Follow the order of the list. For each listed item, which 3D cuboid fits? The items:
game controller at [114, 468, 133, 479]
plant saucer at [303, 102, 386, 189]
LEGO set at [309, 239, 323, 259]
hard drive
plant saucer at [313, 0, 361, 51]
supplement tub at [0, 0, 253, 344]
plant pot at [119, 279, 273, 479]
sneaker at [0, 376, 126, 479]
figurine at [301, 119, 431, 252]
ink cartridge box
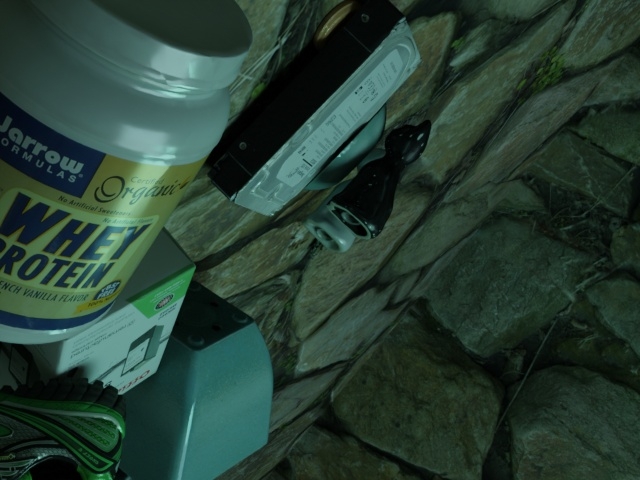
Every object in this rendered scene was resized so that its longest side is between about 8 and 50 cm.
[{"bbox_3d":[-0.355,0.460,1.778,0.166,0.067,0.319,-11,146,-42],"label":"game controller"},{"bbox_3d":[0.049,-0.140,1.613,0.195,0.037,0.195,-46,-174,6],"label":"plant saucer"},{"bbox_3d":[0.000,0.000,2.010,0.083,0.023,0.054,-50,172,-32],"label":"LEGO set"},{"bbox_3d":[0.001,-0.180,1.435,0.339,0.064,0.237,-45,169,4],"label":"hard drive"},{"bbox_3d":[0.025,-0.286,1.346,0.083,0.013,0.083,-40,165,-14],"label":"plant saucer"},{"bbox_3d":[-0.217,-0.091,0.842,0.316,0.228,0.228,-53,162,28],"label":"supplement tub"},{"bbox_3d":[-0.222,0.216,1.611,0.248,0.247,0.252,-25,139,-50],"label":"plant pot"},{"bbox_3d":[-0.406,0.246,1.194,0.343,0.146,0.134,1,144,-12],"label":"sneaker"},{"bbox_3d":[0.082,-0.093,1.625,0.209,0.092,0.215,-53,-172,-19],"label":"figurine"},{"bbox_3d":[-0.306,0.118,1.346,0.211,0.121,0.289,-32,160,-36],"label":"ink cartridge box"}]
